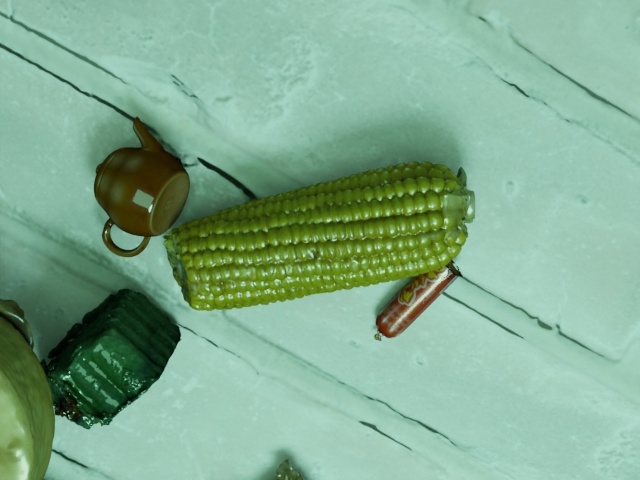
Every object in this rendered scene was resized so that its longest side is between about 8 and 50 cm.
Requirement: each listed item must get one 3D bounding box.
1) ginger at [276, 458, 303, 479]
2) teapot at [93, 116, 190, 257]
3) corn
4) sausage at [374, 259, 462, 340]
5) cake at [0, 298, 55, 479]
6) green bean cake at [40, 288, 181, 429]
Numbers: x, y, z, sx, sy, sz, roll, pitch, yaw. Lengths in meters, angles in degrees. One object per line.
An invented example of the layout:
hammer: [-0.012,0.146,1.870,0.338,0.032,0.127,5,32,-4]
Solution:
ginger: [-0.127,0.414,1.517,0.290,0.084,0.122,-36,112,11]
teapot: [-0.227,-0.061,1.347,0.116,0.116,0.173,17,109,-7]
corn: [0.000,0.000,1.348,0.387,0.144,0.144,-15,109,3]
sausage: [0.117,0.076,1.427,0.145,0.048,0.050,-47,66,18]
cake: [-0.468,0.203,1.318,0.332,0.321,0.333,-1,101,-3]
green bean cake: [-0.279,0.165,1.367,0.193,0.208,0.107,-39,102,9]
